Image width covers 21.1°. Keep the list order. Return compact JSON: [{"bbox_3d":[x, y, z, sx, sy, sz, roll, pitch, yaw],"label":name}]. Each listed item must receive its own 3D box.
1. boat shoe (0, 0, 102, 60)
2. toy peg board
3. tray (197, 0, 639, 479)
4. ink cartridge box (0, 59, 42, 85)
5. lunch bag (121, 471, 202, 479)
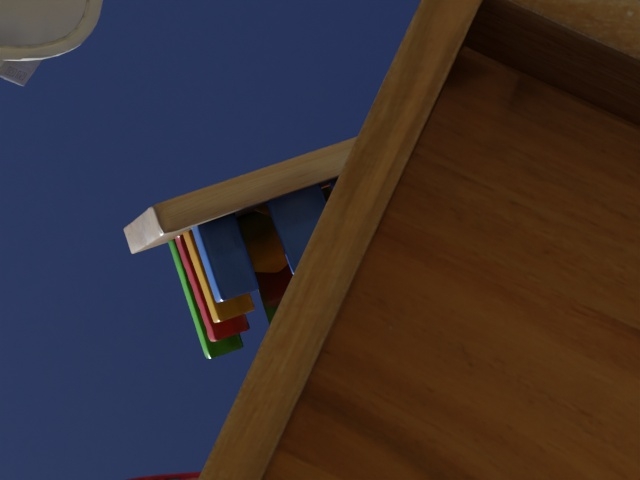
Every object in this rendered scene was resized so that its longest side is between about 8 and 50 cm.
[{"bbox_3d":[-0.274,-0.203,1.009,0.319,0.116,0.099,21,-160,-5],"label":"boat shoe"},{"bbox_3d":[0.000,0.000,0.822,0.161,0.160,0.079,-20,-89,-12],"label":"toy peg board"},{"bbox_3d":[0.176,0.104,0.424,0.411,0.076,0.202,25,-96,0],"label":"tray"},{"bbox_3d":[-0.208,-0.178,1.272,0.115,0.029,0.063,-52,-139,22],"label":"ink cartridge box"},{"bbox_3d":[-0.120,0.266,1.059,0.258,0.120,0.293,-15,-154,43],"label":"lunch bag"}]
